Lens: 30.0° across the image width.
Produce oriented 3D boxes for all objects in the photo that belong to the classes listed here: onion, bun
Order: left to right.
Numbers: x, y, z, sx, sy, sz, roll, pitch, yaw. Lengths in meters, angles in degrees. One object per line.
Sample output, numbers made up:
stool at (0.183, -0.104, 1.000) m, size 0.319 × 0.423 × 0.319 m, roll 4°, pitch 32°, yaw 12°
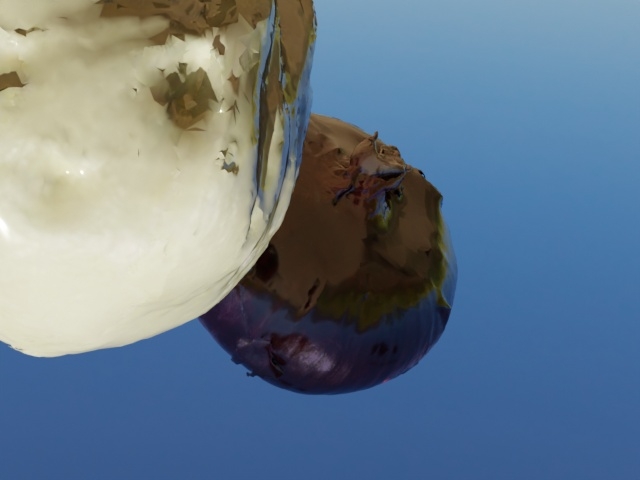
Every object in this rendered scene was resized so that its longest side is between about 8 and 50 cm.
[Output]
bun at (-0.153, -0.114, 0.665) m, size 0.326 × 0.235 × 0.362 m, roll 22°, pitch -150°, yaw -21°
onion at (0.000, 0.000, 1.143) m, size 0.313 × 0.232 × 0.314 m, roll 18°, pitch -131°, yaw -23°
